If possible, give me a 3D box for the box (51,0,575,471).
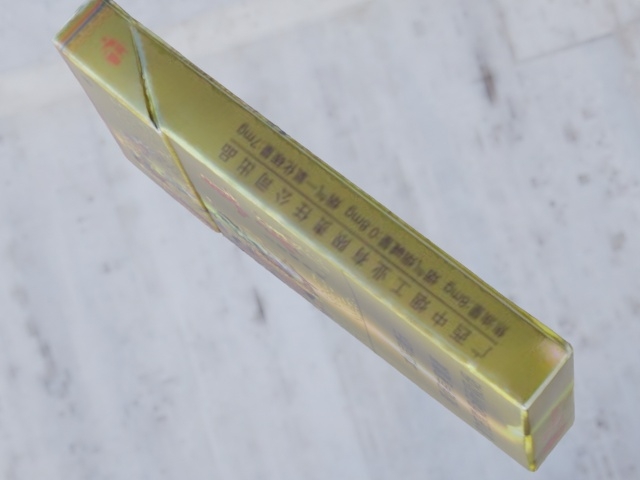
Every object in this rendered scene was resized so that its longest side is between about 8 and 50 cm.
[{"bbox_3d":[0.000,0.000,0.483,0.156,0.022,0.089,37,169,15],"label":"box"}]
